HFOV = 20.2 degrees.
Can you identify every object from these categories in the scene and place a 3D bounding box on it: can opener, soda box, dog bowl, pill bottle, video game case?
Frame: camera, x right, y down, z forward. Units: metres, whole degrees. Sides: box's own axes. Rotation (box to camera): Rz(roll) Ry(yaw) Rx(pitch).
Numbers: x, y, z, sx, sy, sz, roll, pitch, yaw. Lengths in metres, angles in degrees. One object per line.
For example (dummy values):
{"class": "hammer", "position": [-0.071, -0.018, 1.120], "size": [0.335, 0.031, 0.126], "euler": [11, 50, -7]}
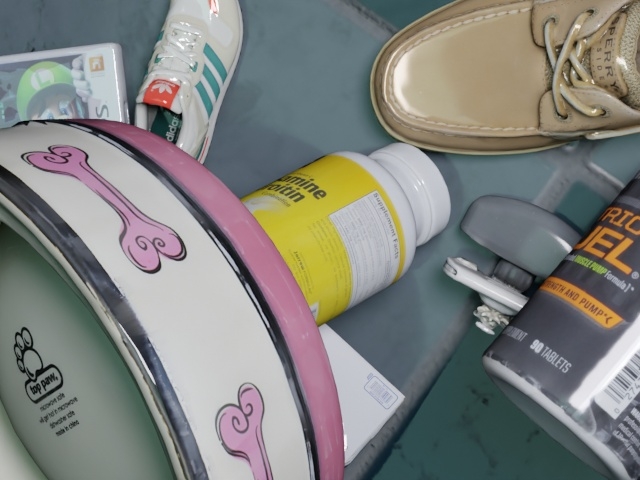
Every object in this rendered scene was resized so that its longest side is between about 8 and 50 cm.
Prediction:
{"class": "can opener", "position": [0.212, 0.066, 1.251], "size": [0.280, 0.074, 0.093], "euler": [31, 98, 7]}
{"class": "soda box", "position": [-0.044, 0.071, 1.290], "size": [0.216, 0.074, 0.069], "euler": [43, 74, 5]}
{"class": "dog bowl", "position": [-0.151, 0.100, 1.193], "size": [0.408, 0.150, 0.408], "euler": [29, 133, 37]}
{"class": "pill bottle", "position": [0.000, 0.000, 1.231], "size": [0.103, 0.184, 0.103], "euler": [30, 135, 36]}
{"class": "pill bottle", "position": [0.228, 0.028, 1.158], "size": [0.130, 0.130, 0.245], "euler": [40, 84, 6]}
{"class": "video game case", "position": [-0.233, -0.053, 1.353], "size": [0.190, 0.022, 0.173], "euler": [-6, 93, 11]}

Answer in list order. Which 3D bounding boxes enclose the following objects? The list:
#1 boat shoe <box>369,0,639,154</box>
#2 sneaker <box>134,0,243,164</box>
{"class": "boat shoe", "position": [0.195, -0.131, 1.222], "size": [0.341, 0.110, 0.121], "euler": [-10, 92, 11]}
{"class": "sneaker", "position": [-0.099, -0.119, 1.295], "size": [0.057, 0.075, 0.161], "euler": [15, 97, 9]}
